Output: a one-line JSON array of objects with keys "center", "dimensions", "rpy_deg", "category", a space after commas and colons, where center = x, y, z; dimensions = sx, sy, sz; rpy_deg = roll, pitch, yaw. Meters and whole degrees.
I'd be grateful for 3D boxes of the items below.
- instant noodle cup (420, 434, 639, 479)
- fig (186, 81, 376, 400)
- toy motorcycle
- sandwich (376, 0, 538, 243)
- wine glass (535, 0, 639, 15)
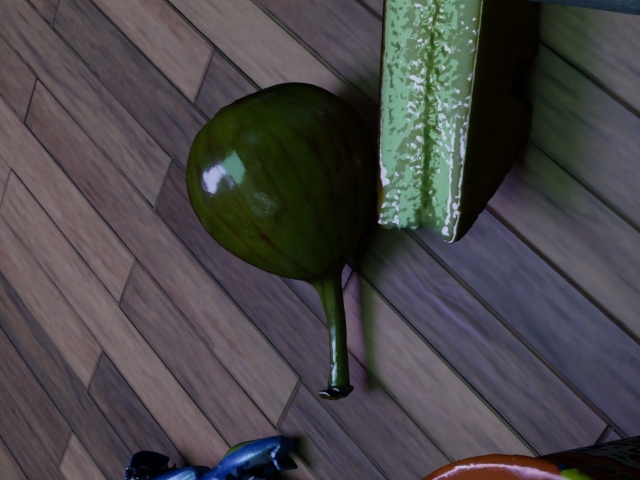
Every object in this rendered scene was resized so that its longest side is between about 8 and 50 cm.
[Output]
[{"center": [0.185, 0.229, 0.687], "dimensions": [0.250, 0.192, 0.250], "rpy_deg": [9, 103, 45], "category": "instant noodle cup"}, {"center": [0.000, 0.000, 0.910], "dimensions": [0.151, 0.151, 0.259], "rpy_deg": [-13, 111, 46], "category": "fig"}, {"center": [-0.117, 0.251, 1.079], "dimensions": [0.254, 0.092, 0.136], "rpy_deg": [-24, 69, 36], "category": "toy motorcycle"}, {"center": [0.097, -0.124, 0.806], "dimensions": [0.090, 0.088, 0.244], "rpy_deg": [10, 100, 36], "category": "sandwich"}, {"center": [0.265, -0.088, 0.525], "dimensions": [0.406, 0.267, 0.267], "rpy_deg": [53, 129, 22], "category": "wine glass"}]
